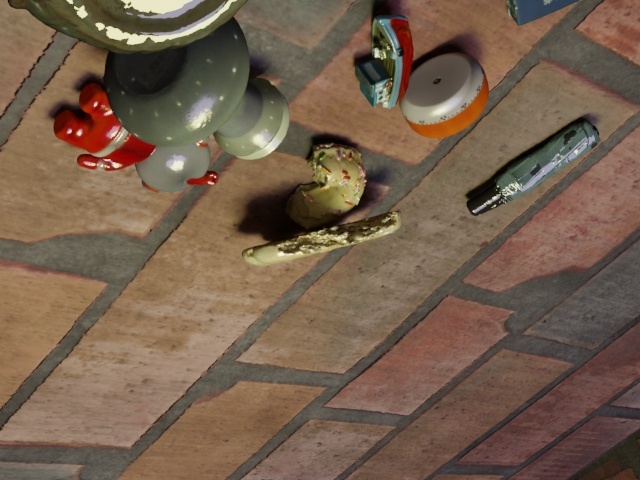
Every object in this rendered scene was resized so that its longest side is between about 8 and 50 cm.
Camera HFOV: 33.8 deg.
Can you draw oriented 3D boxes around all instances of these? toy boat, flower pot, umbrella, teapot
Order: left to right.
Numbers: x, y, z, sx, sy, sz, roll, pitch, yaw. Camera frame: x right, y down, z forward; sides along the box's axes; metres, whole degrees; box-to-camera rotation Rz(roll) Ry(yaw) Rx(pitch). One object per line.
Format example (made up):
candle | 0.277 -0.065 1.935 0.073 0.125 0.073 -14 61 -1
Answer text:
flower pot | -0.192 -0.331 0.993 0.302 0.213 0.301 -17 146 -12
teapot | -0.137 -0.183 1.287 0.183 0.183 0.251 -34 156 15
toy boat | 0.085 -0.243 1.415 0.059 0.069 0.173 -23 152 -16
umbrella | 0.356 -0.119 1.771 0.250 0.052 0.053 -33 146 12

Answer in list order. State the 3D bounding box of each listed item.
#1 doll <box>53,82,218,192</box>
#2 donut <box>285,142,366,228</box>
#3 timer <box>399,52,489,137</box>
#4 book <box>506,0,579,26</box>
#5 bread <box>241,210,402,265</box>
doll | -0.227 -0.125 1.387 0.142 0.076 0.245 -41 139 25
donut | 0.019 -0.081 1.603 0.108 0.065 0.166 -8 146 -25
timer | 0.181 -0.202 1.514 0.136 0.099 0.136 -15 158 -6
book | 0.355 -0.470 1.292 0.300 0.039 0.428 -24 147 0
bread | 0.000 0.000 1.647 0.251 0.038 0.182 -15 180 -20
